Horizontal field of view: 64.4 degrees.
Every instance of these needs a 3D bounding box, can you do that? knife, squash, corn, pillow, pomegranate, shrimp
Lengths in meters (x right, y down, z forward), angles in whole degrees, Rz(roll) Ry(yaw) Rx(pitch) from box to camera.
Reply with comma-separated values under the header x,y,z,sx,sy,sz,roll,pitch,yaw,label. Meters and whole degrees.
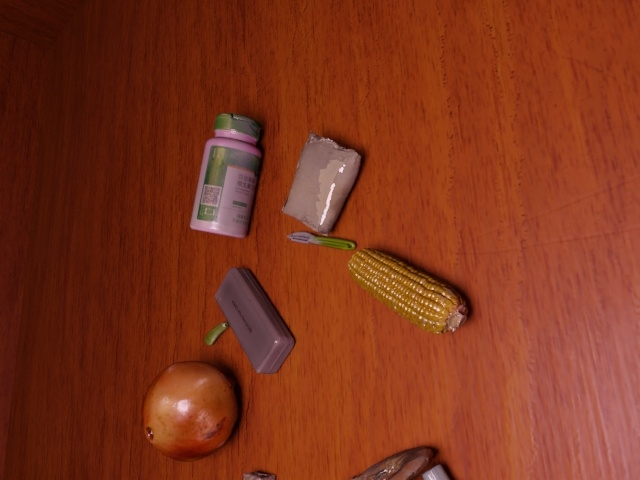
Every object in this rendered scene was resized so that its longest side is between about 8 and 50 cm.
x,y,z,sx,sy,sz,roll,pitch,yaw,label
0.000,0.000,0.998,0.184,0.026,0.022,10,128,45,knife
-0.248,0.219,1.206,0.089,0.027,0.027,-48,50,26,squash
0.132,0.076,0.802,0.238,0.080,0.080,31,103,49,corn
0.000,-0.104,0.981,0.134,0.078,0.181,35,107,44,pillow
-0.277,0.360,1.078,0.209,0.209,0.208,-13,72,44,pomegranate
0.076,0.373,0.750,0.046,0.152,0.219,54,130,12,shrimp

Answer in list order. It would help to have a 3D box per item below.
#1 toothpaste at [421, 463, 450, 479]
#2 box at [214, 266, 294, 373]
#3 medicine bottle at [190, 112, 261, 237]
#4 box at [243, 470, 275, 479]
x,y,z,sx,sy,sz,roll,pitch,yaw,label
0.220,0.438,0.652,0.075,0.048,0.296,-45,55,24,toothpaste
-0.146,0.166,1.089,0.103,0.055,0.243,-58,46,19,box
-0.212,-0.148,1.174,0.134,0.134,0.273,7,87,47,medicine bottle
-0.121,0.505,0.991,0.062,0.045,0.098,-10,73,45,box
